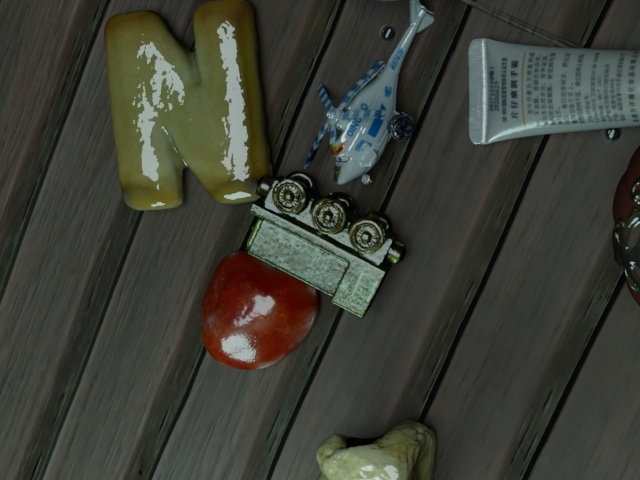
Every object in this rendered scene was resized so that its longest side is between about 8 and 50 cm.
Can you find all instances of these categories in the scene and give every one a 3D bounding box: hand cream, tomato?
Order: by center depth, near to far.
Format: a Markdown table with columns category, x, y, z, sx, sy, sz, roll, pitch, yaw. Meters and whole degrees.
| category | x | y | z | sx | sy | sz | roll | pitch | yaw |
| --- | --- | --- | --- | --- | --- | --- | --- | --- | --- |
| hand cream | 0.335 | -0.187 | 1.828 | 0.314 | 0.089 | 0.140 | 4 | 96 | 23 |
| tomato | -0.099 | 0.107 | 2.012 | 0.166 | 0.082 | 0.174 | 24 | 101 | 14 |

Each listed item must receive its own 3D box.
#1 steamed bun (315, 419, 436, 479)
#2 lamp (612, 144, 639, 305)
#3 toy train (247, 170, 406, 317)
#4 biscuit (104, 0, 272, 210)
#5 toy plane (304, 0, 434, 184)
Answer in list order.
| category | x | y | z | sx | sy | sz | roll | pitch | yaw |
| --- | --- | --- | --- | --- | --- | --- | --- | --- | --- |
| steamed bun | 0.064 | 0.328 | 1.953 | 0.155 | 0.141 | 0.172 | 9 | 102 | 22 |
| lamp | 0.486 | -0.012 | 1.696 | 0.303 | 0.257 | 0.303 | 33 | 130 | 51 |
| toy train | 0.000 | 0.000 | 1.953 | 0.225 | 0.090 | 0.137 | 27 | 104 | 6 |
| biscuit | -0.190 | -0.190 | 2.023 | 0.236 | 0.062 | 0.291 | -3 | 94 | 19 |
| toy plane | 0.080 | -0.204 | 1.931 | 0.182 | 0.107 | 0.273 | 0 | 65 | 58 |
